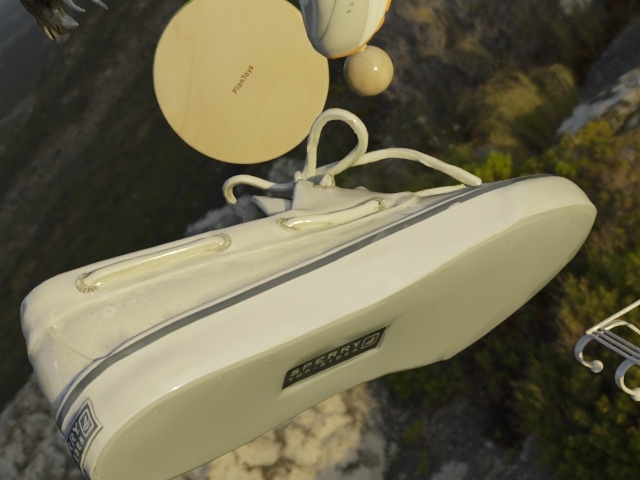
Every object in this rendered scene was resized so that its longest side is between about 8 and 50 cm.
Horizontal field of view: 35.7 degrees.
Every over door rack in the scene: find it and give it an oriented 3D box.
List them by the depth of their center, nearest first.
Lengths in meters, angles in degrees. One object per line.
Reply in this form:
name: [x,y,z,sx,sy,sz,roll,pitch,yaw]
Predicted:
over door rack: [0.533,0.108,1.333,0.324,0.108,0.239,-39,20,-4]

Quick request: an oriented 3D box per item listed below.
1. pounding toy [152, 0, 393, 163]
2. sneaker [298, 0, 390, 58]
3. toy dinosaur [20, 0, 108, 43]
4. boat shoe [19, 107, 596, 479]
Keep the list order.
pounding toy: [-0.057,-0.195,1.065,0.237,0.183,0.110,-26,16,10]
sneaker: [-0.030,-0.243,0.631,0.121,0.262,0.099,-16,17,-21]
toy dinosaur: [-0.356,-0.313,0.932,0.160,0.313,0.121,-18,46,34]
boat shoe: [-0.003,0.006,0.592,0.367,0.136,0.156,-22,58,-29]
